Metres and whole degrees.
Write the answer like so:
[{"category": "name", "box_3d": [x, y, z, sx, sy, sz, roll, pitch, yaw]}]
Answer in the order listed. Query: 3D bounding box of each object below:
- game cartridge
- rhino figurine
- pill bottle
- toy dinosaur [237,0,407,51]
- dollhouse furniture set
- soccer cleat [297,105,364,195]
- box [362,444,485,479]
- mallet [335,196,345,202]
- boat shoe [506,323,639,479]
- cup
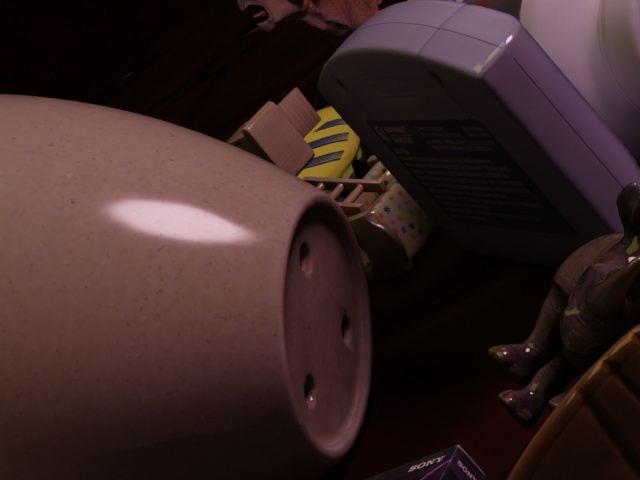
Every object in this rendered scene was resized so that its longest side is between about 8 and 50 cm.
[{"category": "game cartridge", "box_3d": [0.101, -0.067, 1.139, 0.060, 0.196, 0.294, -49, 16, -10]}, {"category": "rhino figurine", "box_3d": [0.137, 0.037, 0.830, 0.106, 0.073, 0.243, -44, -15, -6]}, {"category": "pill bottle", "box_3d": [0.189, -0.135, 1.169, 0.176, 0.176, 0.318, -42, 14, -12]}, {"category": "toy dinosaur", "box_3d": [0.026, -0.295, 2.012, 0.127, 0.200, 0.296, -33, 15, 24]}, {"category": "dollhouse furniture set", "box_3d": [0.045, -0.084, 1.399, 0.101, 0.161, 0.182, -19, 25, 53]}, {"category": "soccer cleat", "box_3d": [-0.053, -0.056, 1.630, 0.093, 0.121, 0.289, -34, 14, 46]}, {"category": "box", "box_3d": [0.012, 0.182, 0.938, 0.116, 0.029, 0.162, -27, 17, 40]}, {"category": "mallet", "box_3d": [0.000, 0.000, 1.520, 0.062, 0.039, 0.190, -31, 12, 32]}, {"category": "boat shoe", "box_3d": [0.215, 0.046, 0.733, 0.342, 0.123, 0.123, -45, -16, 3]}, {"category": "cup", "box_3d": [-0.103, 0.062, 1.124, 0.237, 0.331, 0.331, -4, 28, 20]}]
